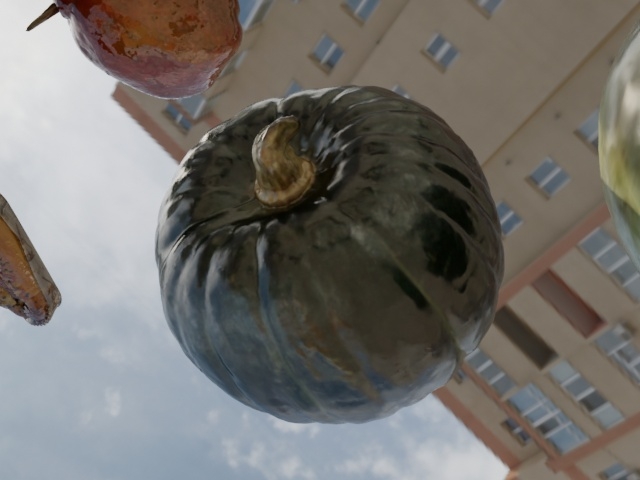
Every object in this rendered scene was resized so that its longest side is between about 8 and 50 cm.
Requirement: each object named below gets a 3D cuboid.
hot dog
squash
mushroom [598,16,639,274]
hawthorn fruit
[{"bbox_3d":[-0.347,0.015,0.924,0.059,0.108,0.191,-47,-51,-33],"label":"hot dog"},{"bbox_3d":[0.002,0.004,0.514,0.172,0.218,0.218,24,-137,-43],"label":"squash"},{"bbox_3d":[0.299,-0.051,0.352,0.352,0.260,0.352,-10,-144,7],"label":"mushroom"},{"bbox_3d":[-0.233,-0.289,1.076,0.262,0.210,0.210,-1,-123,-25],"label":"hawthorn fruit"}]
